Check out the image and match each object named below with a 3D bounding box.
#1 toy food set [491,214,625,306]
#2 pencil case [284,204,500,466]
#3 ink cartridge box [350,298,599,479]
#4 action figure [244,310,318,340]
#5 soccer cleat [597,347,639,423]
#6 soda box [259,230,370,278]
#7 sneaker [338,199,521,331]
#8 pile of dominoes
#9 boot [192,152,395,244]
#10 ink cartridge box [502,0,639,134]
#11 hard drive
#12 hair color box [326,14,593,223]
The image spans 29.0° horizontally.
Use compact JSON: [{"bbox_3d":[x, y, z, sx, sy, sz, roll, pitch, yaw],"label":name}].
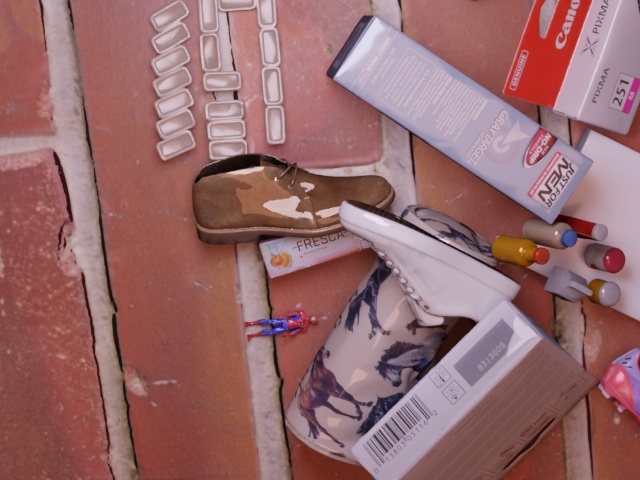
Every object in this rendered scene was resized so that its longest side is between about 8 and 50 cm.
[{"bbox_3d":[0.377,0.028,1.816,0.232,0.104,0.111,28,85,-27],"label":"toy food set"},{"bbox_3d":[0.117,0.143,1.880,0.183,0.160,0.410,25,100,-29],"label":"pencil case"},{"bbox_3d":[0.247,0.259,1.854,0.308,0.385,0.091,-46,62,7],"label":"ink cartridge box"},{"bbox_3d":[-0.060,0.133,1.938,0.115,0.030,0.038,-11,97,-2],"label":"action figure"},{"bbox_3d":[0.550,0.278,1.964,0.248,0.083,0.095,43,101,-6],"label":"soccer cleat"},{"bbox_3d":[0.000,0.000,1.895,0.183,0.063,0.058,-17,101,0],"label":"soda box"},{"bbox_3d":[0.136,0.049,1.719,0.290,0.106,0.123,29,97,-16],"label":"sneaker"},{"bbox_3d":[-0.156,-0.246,1.865,0.195,0.040,0.251,-4,93,-1],"label":"pile of dominoes"},{"bbox_3d":[-0.042,-0.073,1.844,0.305,0.112,0.115,-8,119,1],"label":"boot"},{"bbox_3d":[0.402,-0.309,1.790,0.238,0.060,0.275,9,104,-42],"label":"ink cartridge box"},{"bbox_3d":[0.516,0.006,1.925,0.353,0.047,0.233,25,100,-7],"label":"hard drive"},{"bbox_3d":[0.196,-0.181,1.804,0.374,0.185,0.114,32,97,-8],"label":"hair color box"}]
